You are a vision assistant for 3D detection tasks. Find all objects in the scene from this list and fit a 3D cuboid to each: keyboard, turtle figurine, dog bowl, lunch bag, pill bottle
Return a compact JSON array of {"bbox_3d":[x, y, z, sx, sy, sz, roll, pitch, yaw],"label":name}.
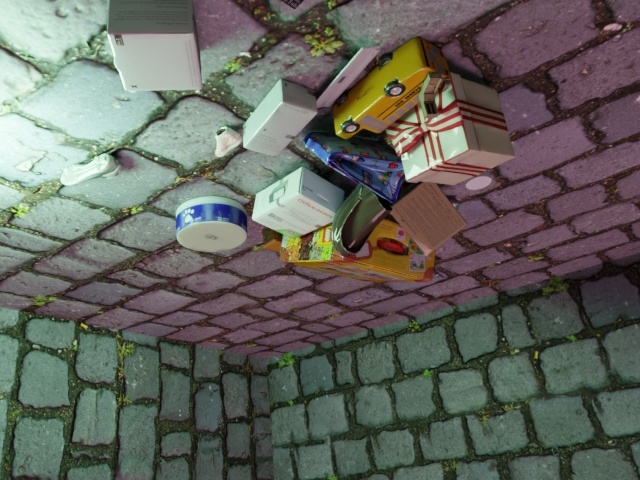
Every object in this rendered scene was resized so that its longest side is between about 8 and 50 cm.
[{"bbox_3d":[0.063,-0.430,1.463,0.072,0.014,0.256,-15,165,-39],"label":"keyboard"},{"bbox_3d":[0.423,-0.117,2.136,0.234,0.118,0.175,-10,-179,-35],"label":"turtle figurine"},{"bbox_3d":[-0.407,-0.057,2.063,0.264,0.104,0.265,-5,155,-2],"label":"dog bowl"},{"bbox_3d":[0.091,-0.250,1.644,0.293,0.221,0.138,16,111,-27],"label":"lunch bag"},{"bbox_3d":[0.490,-0.261,1.768,0.107,0.180,0.108,-6,155,-3],"label":"pill bottle"}]

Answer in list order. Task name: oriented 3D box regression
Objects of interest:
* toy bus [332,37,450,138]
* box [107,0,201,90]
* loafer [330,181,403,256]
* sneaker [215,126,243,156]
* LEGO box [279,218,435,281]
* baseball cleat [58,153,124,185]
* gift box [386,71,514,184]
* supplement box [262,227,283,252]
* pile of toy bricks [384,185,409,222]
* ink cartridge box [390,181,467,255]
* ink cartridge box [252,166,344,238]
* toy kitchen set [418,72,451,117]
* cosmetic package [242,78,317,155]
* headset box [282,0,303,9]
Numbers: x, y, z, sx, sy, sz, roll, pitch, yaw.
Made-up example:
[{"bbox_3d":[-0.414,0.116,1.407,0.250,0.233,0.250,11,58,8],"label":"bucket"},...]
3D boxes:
[{"bbox_3d":[0.177,-0.396,1.486,0.130,0.108,0.332,11,149,-37],"label":"toy bus"},{"bbox_3d":[-0.366,-0.440,1.234,0.181,0.119,0.181,-3,155,-8],"label":"box"},{"bbox_3d":[0.159,-0.110,1.817,0.133,0.366,0.130,29,177,-32],"label":"loafer"},{"bbox_3d":[-0.293,-0.300,1.645,0.070,0.051,0.134,33,148,-29],"label":"sneaker"},{"bbox_3d":[0.149,0.032,2.168,0.500,0.193,0.372,16,167,-40],"label":"LEGO box"},{"bbox_3d":[-0.705,-0.205,1.709,0.205,0.072,0.109,-13,161,22],"label":"baseball cleat"},{"bbox_3d":[0.347,-0.315,1.545,0.258,0.277,0.255,-1,159,-41],"label":"gift box"},{"bbox_3d":[-0.135,0.009,2.308,0.233,0.078,0.080,17,146,-43],"label":"supplement box"},{"bbox_3d":[0.265,-0.122,2.095,0.118,0.105,0.212,2,153,-19],"label":"pile of toy bricks"},{"bbox_3d":[0.384,-0.095,1.996,0.193,0.088,0.235,-38,105,12],"label":"ink cartridge box"},{"bbox_3d":[-0.078,-0.124,1.924,0.198,0.115,0.272,26,147,-33],"label":"ink cartridge box"},{"bbox_3d":[0.296,-0.362,1.373,0.068,0.075,0.083,-5,155,-11],"label":"toy kitchen set"},{"bbox_3d":[-0.119,-0.341,1.554,0.117,0.086,0.231,9,152,-32],"label":"cosmetic package"},{"bbox_3d":[-0.068,-0.547,1.184,0.083,0.032,0.062,17,145,-40],"label":"headset box"}]
